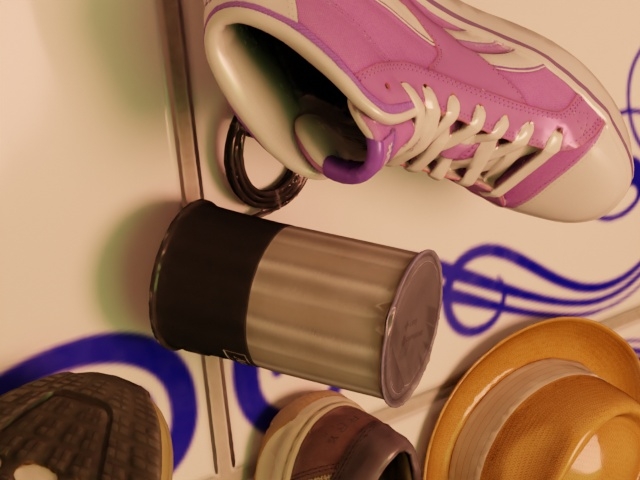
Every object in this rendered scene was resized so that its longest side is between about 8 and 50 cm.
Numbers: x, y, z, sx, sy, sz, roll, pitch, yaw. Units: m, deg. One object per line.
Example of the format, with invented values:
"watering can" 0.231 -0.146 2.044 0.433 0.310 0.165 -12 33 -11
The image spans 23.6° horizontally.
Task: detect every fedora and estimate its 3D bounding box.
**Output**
"fedora" 0.160 0.146 1.002 0.194 0.079 0.194 -7 105 -30

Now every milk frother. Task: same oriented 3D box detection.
"milk frother" 0.000 0.000 0.815 0.129 0.134 0.143 -17 118 -67

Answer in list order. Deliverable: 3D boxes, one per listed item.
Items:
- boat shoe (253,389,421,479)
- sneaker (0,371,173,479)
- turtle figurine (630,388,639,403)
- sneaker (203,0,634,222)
"boat shoe" 0.013 0.235 0.909 0.102 0.092 0.285 -6 104 -37
"sneaker" -0.165 0.265 0.785 0.410 0.158 0.182 -71 160 -4
"turtle figurine" 0.311 0.073 1.093 0.175 0.118 0.234 -10 101 -36
"sneaker" 0.052 -0.057 0.800 0.282 0.102 0.161 30 37 -20
